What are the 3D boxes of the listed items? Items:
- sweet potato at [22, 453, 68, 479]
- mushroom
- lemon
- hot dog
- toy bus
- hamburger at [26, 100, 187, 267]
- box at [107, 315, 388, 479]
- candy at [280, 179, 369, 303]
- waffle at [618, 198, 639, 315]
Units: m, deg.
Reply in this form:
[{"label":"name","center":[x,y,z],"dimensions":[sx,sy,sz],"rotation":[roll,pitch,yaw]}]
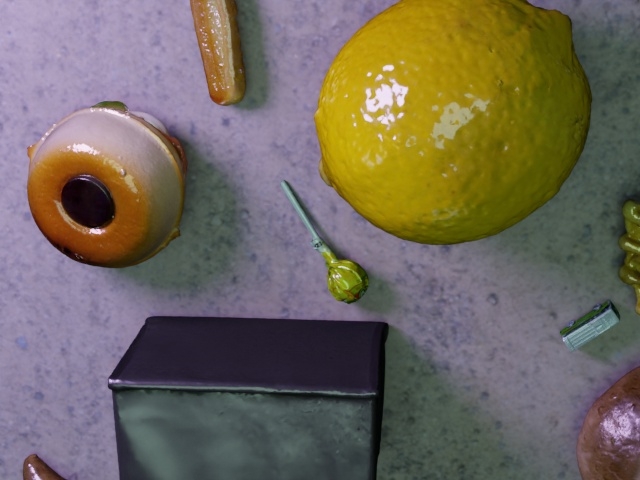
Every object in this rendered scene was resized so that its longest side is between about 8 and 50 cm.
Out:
[{"label":"sweet potato","center":[-0.342,0.436,1.902],"dimensions":[0.097,0.097,0.291],"rotation":[-25,94,11]},{"label":"mushroom","center":[0.490,0.292,1.764],"dimensions":[0.278,0.146,0.278],"rotation":[-1,84,9]},{"label":"lemon","center":[0.162,-0.151,1.587],"dimensions":[0.336,0.336,0.336],"rotation":[1,106,4]},{"label":"hot dog","center":[-0.131,-0.284,1.699],"dimensions":[0.066,0.047,0.215],"rotation":[1,109,42]},{"label":"toy bus","center":[0.370,0.117,1.781],"dimensions":[0.083,0.037,0.031],"rotation":[-34,101,12]},{"label":"hamburger","center":[-0.283,-0.067,1.723],"dimensions":[0.237,0.147,0.236],"rotation":[6,113,13]},{"label":"box","center":[-0.087,0.237,1.738],"dimensions":[0.345,0.251,0.204],"rotation":[2,106,4]},{"label":"candy","center":[0.000,0.000,1.776],"dimensions":[0.062,0.058,0.194],"rotation":[-32,92,44]},{"label":"waffle","center":[0.542,0.023,1.731],"dimensions":[0.283,0.065,0.309],"rotation":[-21,107,12]}]
